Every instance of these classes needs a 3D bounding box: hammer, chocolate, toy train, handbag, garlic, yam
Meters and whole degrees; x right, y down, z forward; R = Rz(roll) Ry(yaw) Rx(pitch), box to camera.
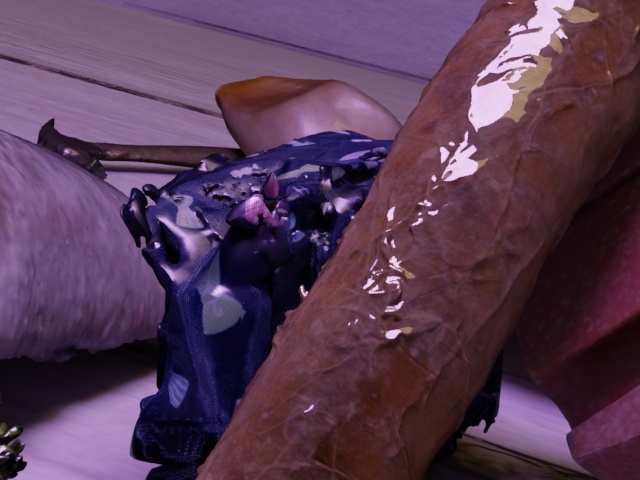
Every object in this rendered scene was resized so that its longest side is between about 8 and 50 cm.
[{"bbox_3d":[-0.118,-0.072,1.330,0.297,0.027,0.125,1,21,-43],"label":"hammer"},{"bbox_3d":[-0.173,-0.005,0.734,0.185,0.100,0.303,10,-1,14],"label":"chocolate"},{"bbox_3d":[0.196,0.048,0.663,0.304,0.150,0.221,36,28,-34],"label":"toy train"},{"bbox_3d":[0.010,0.036,0.658,0.113,0.162,0.260,2,7,23],"label":"handbag"},{"bbox_3d":[0.002,-0.087,1.324,0.143,0.112,0.318,9,10,-26],"label":"garlic"},{"bbox_3d":[0.049,-0.003,0.531,0.081,0.356,0.081,28,-20,11],"label":"yam"}]

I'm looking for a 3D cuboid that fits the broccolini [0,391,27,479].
[{"bbox_3d":[-0.214,0.056,0.592,0.271,0.062,0.123,19,3,43],"label":"broccolini"}]
